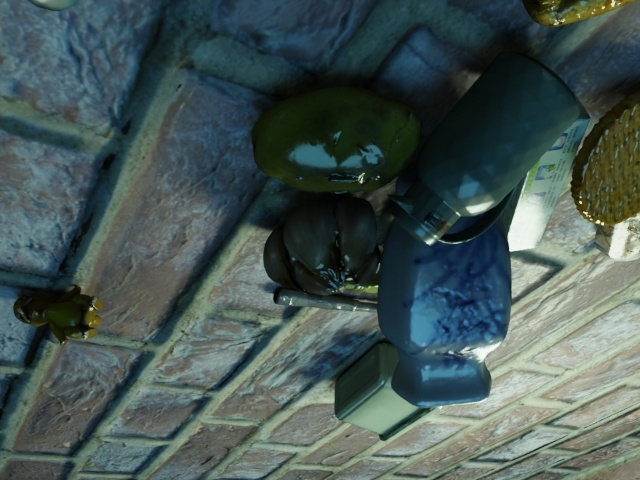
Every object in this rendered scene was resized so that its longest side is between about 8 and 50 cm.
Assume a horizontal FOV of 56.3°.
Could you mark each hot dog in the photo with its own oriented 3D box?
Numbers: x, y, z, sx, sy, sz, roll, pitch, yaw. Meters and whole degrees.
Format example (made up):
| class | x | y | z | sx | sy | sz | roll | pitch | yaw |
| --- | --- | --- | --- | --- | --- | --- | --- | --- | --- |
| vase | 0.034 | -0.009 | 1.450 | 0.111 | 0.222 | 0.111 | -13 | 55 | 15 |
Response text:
| class | x | y | z | sx | sy | sz | roll | pitch | yaw |
| --- | --- | --- | --- | --- | --- | --- | --- | --- | --- |
| hot dog | 0.617 | -0.049 | 1.181 | 0.131 | 0.069 | 0.252 | -6 | 141 | 13 |

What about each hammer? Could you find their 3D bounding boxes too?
| class | x | y | z | sx | sy | sz | roll | pitch | yaw |
| --- | --- | --- | --- | --- | --- | --- | --- | --- | --- |
| hammer | 0.095 | 0.158 | 1.377 | 0.427 | 0.044 | 0.152 | 7 | 140 | -18 |

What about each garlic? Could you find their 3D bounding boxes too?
| class | x | y | z | sx | sy | sz | roll | pitch | yaw |
| --- | --- | --- | --- | --- | --- | --- | --- | --- | --- |
| garlic | 0.000 | 0.000 | 1.064 | 0.214 | 0.191 | 0.160 | 3 | 118 | 5 |

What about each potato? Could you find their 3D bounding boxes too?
| class | x | y | z | sx | sy | sz | roll | pitch | yaw |
| --- | --- | --- | --- | --- | --- | --- | --- | --- | --- |
| potato | 0.023 | -0.142 | 0.883 | 0.249 | 0.143 | 0.169 | -2 | 129 | -5 |

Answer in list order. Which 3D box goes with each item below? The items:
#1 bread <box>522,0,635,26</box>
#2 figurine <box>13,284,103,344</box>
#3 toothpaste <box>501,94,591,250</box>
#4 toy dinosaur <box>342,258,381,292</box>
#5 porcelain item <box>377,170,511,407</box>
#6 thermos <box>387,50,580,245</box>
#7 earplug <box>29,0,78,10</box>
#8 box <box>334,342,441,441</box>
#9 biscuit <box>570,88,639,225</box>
| class | x | y | z | sx | sy | sz | roll | pitch | yaw |
| --- | --- | --- | --- | --- | --- | --- | --- | --- | --- |
| bread | 0.355 | -0.329 | 0.728 | 0.211 | 0.113 | 0.083 | -17 | 126 | 12 |
| figurine | -0.532 | 0.149 | 1.225 | 0.176 | 0.121 | 0.122 | 11 | 169 | -3 |
| toothpaste | 0.380 | -0.103 | 1.063 | 0.081 | 0.067 | 0.336 | -8 | 143 | -2 |
| toy dinosaur | 0.154 | 0.079 | 1.208 | 0.260 | 0.153 | 0.094 | 13 | 137 | -12 |
| porcelain item | 0.219 | 0.083 | 1.053 | 0.243 | 0.178 | 0.404 | -4 | 109 | -4 |
| thermos | 0.231 | -0.113 | 0.871 | 0.182 | 0.145 | 0.286 | 34 | 100 | -36 |
| earplug | -0.177 | -0.378 | 0.531 | 0.324 | 0.184 | 0.185 | -30 | 138 | 16 |
| box | 0.174 | 0.401 | 1.617 | 0.183 | 0.175 | 0.312 | 19 | 136 | -19 |
| biscuit | 0.518 | -0.139 | 0.997 | 0.254 | 0.035 | 0.253 | -14 | 127 | -20 |
